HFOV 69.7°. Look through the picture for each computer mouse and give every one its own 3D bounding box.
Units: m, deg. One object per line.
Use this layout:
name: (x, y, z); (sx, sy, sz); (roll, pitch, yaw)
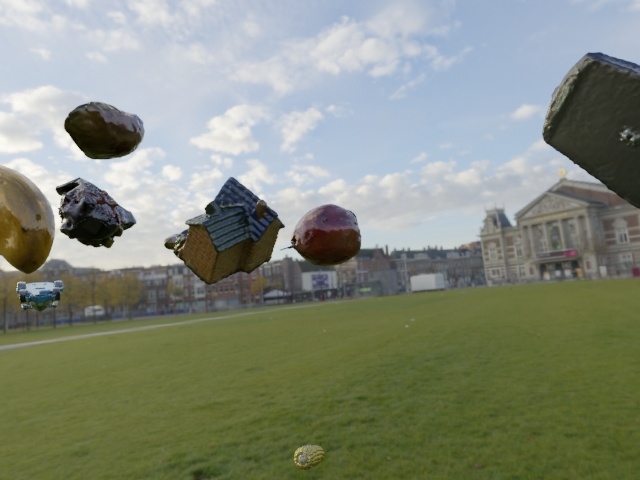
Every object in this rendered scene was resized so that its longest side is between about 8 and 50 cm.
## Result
computer mouse: (0.480, -0.158, 0.676); (0.087, 0.295, 0.168); (-20, -39, -31)

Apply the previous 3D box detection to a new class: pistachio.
pistachio: (-0.330, -0.162, 0.729); (0.089, 0.049, 0.173); (-50, -10, 11)

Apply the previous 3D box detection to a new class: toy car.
toy car: (-0.855, 0.184, 1.408); (0.126, 0.098, 0.161); (-2, 14, -33)

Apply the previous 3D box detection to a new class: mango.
mango: (-0.571, -0.046, 0.833); (0.262, 0.157, 0.109); (37, 1, 11)

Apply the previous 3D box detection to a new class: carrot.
carrot: (-0.466, 0.006, 1.531); (0.066, 0.066, 0.314); (-5, 4, -1)

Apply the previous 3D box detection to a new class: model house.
model house: (-0.185, -0.031, 0.938); (0.183, 0.166, 0.172); (-35, -19, -45)

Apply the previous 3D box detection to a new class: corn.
corn: (-0.034, 0.711, 1.516); (0.072, 0.072, 0.203); (-7, -21, 13)

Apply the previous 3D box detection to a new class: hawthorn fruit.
hawthorn fruit: (0.000, 0.000, 1.267); (0.235, 0.181, 0.181); (-20, 0, -27)

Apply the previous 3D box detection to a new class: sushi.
sushi: (-0.582, -0.058, 1.170); (0.153, 0.172, 0.150); (-25, 34, -9)
